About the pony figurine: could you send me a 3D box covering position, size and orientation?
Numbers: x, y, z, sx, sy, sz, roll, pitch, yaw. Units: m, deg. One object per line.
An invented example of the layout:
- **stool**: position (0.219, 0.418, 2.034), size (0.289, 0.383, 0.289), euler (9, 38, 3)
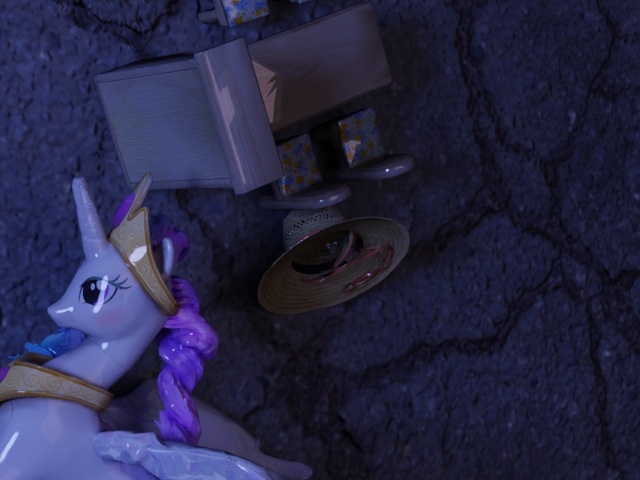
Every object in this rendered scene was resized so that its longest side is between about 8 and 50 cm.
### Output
- **pony figurine**: position (-0.144, 0.178, 1.121), size (0.351, 0.303, 0.363), euler (44, 81, -20)

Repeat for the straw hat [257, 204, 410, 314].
- **straw hat**: position (0.000, 0.000, 1.323), size (0.144, 0.144, 0.061), euler (-4, 55, -37)

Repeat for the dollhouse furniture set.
- **dollhouse furniture set**: position (-0.028, -0.125, 1.240), size (0.242, 0.161, 0.212), euler (-25, 106, -34)
